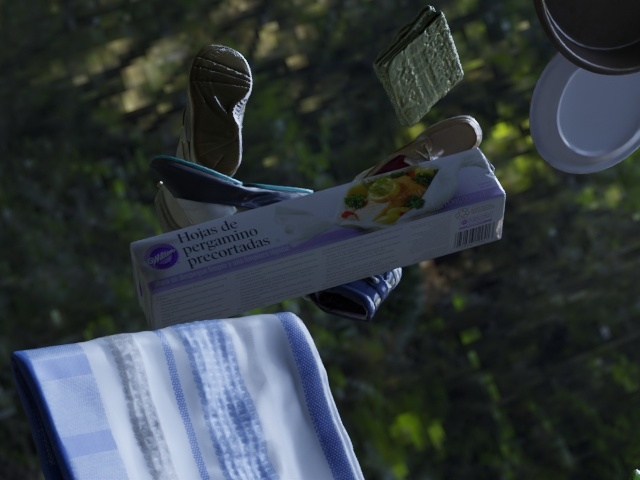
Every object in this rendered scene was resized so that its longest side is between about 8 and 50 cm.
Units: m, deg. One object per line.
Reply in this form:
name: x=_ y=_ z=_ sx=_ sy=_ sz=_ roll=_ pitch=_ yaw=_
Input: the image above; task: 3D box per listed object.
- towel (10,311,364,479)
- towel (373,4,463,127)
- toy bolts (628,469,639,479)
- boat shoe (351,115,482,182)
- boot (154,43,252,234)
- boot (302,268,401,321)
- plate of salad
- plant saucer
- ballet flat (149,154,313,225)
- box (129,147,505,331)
towel: x=-0.076 y=0.155 z=1.353 sx=0.034 sy=0.285 sz=0.209 roll=-30 pitch=-106 yaw=38
towel: x=0.118 y=-0.209 z=2.324 sx=0.027 sy=0.110 sz=0.148 roll=40 pitch=-11 yaw=34
toy bolts: x=0.220 y=0.305 z=1.357 sx=0.158 sy=0.218 sz=0.228 roll=29 pitch=-29 yaw=1
boat shoe: x=0.111 y=-0.083 z=2.212 sx=0.063 sy=0.170 sz=0.059 roll=55 pitch=8 yaw=-8
boot: x=-0.141 y=-0.112 z=2.273 sx=0.165 sy=0.077 sz=0.213 roll=119 pitch=-21 yaw=-47
boot: x=-0.009 y=0.029 z=2.200 sx=0.190 sy=0.086 sz=0.069 roll=18 pitch=-47 yaw=19
plate of salad: x=0.339 y=-0.176 z=2.374 sx=0.048 sy=0.200 sz=0.199 roll=-134 pitch=-148 yaw=-53
plant saucer: x=0.348 y=-0.325 z=2.192 sx=0.041 sy=0.278 sz=0.278 roll=35 pitch=-41 yaw=54
ballet flat: x=-0.093 y=-0.038 z=2.039 sx=0.074 sy=0.203 sz=0.074 roll=-23 pitch=-119 yaw=50
box: x=0.000 y=0.000 z=1.656 sx=0.067 sy=0.324 sz=0.063 roll=89 pitch=-19 yaw=-49
